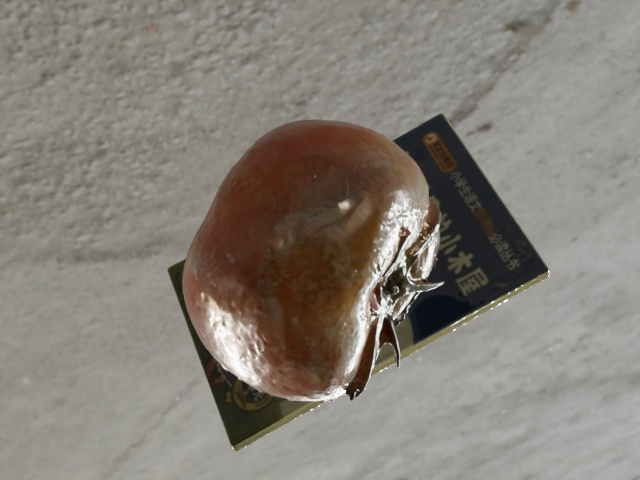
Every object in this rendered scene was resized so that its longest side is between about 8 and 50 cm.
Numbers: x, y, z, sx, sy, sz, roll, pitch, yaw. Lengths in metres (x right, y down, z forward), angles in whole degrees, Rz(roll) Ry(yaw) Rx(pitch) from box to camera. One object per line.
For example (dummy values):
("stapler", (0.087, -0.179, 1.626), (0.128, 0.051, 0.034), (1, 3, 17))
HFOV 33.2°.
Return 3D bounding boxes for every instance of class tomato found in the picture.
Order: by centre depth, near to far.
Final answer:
("tomato", (0.000, 0.000, 0.794), (0.214, 0.180, 0.155), (-60, 168, -25))

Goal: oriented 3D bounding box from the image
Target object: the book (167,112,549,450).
("book", (0.021, 0.029, 1.006), (0.322, 0.228, 0.018), (-31, 141, 4))
